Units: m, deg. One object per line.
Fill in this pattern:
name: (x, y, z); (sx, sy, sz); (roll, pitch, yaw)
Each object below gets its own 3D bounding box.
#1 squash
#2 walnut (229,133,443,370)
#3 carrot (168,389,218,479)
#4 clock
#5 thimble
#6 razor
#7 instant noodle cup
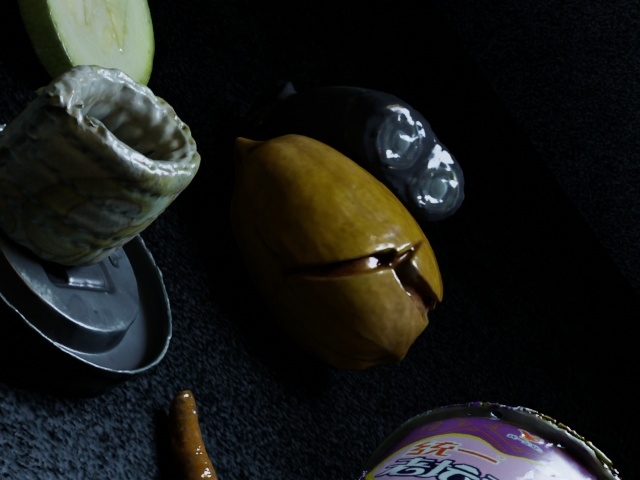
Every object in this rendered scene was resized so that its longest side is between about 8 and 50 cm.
squash: (-0.268, -0.271, 1.670); (0.252, 0.049, 0.252); (-12, 90, -72)
walnut: (0.000, 0.000, 1.717); (0.336, 0.209, 0.209); (48, 19, 17)
carrot: (-0.116, 0.218, 1.364); (0.047, 0.047, 0.191); (33, 25, -41)
clock: (-0.255, 0.018, 1.364); (0.280, 0.055, 0.281); (43, 23, -24)
thimble: (-0.213, -0.068, 1.307); (0.190, 0.143, 0.137); (17, 41, -56)
razor: (0.039, -0.116, 1.861); (0.189, 0.107, 0.327); (49, -19, -28)
instant noodle cup: (0.106, 0.330, 1.294); (0.340, 0.340, 0.266); (58, 30, 11)
